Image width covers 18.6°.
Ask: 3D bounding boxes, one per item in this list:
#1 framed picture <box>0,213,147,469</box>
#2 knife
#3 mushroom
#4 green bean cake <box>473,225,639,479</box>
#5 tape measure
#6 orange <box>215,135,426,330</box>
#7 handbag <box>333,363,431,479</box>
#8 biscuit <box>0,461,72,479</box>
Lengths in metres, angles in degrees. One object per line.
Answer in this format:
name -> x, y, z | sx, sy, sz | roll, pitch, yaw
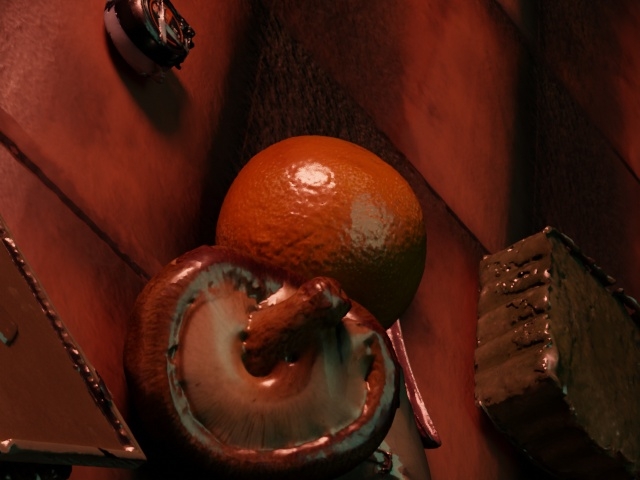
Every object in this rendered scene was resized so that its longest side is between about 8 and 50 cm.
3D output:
framed picture -> -0.238, 0.041, 1.376 | 0.281, 0.019, 0.209 | 56, 14, 21
knife -> 0.077, 0.089, 1.953 | 0.123, 0.053, 0.278 | 31, 42, -49
mushroom -> -0.055, 0.111, 1.602 | 0.231, 0.194, 0.138 | 32, -9, -6
green bean cake -> 0.275, 0.146, 2.164 | 0.241, 0.132, 0.255 | 43, 35, -33
tape measure -> -0.157, -0.195, 1.797 | 0.091, 0.054, 0.094 | 54, 22, -14
orange -> 0.000, 0.000, 1.755 | 0.206, 0.206, 0.206 | 40, 35, -37
handbag -> 0.035, 0.215, 1.714 | 0.182, 0.117, 0.270 | 11, 60, -46
biscuit -> -0.313, 0.084, 1.267 | 0.388, 0.073, 0.107 | 41, 36, -35
